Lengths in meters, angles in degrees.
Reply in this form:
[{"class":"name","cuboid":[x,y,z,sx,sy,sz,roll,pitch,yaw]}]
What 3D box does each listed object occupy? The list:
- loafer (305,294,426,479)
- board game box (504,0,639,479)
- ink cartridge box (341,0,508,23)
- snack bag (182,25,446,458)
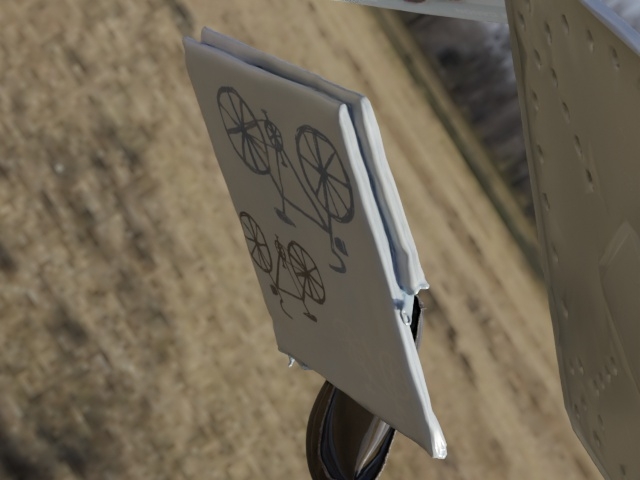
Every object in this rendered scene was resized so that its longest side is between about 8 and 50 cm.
[{"class":"loafer","cuboid":[0.044,0.136,1.614,0.080,0.220,0.078,17,-17,-10]},{"class":"board game box","cuboid":[0.209,0.046,1.007,0.390,0.050,0.390,-117,-167,-60]},{"class":"ink cartridge box","cuboid":[-0.001,-0.287,1.207,0.308,0.091,0.385,14,-15,38]},{"class":"snack bag","cuboid":[0.000,0.000,1.477,0.323,0.037,0.342,29,-40,59]}]
